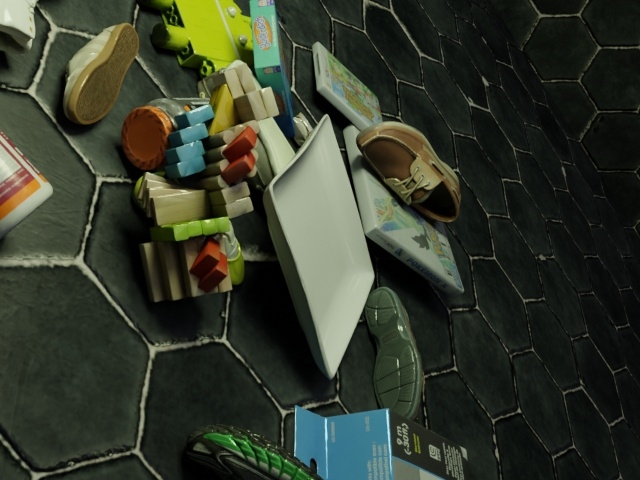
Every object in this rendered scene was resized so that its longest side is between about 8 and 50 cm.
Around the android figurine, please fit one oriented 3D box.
[{"bbox_3d":[-0.207,-0.391,1.474,0.273,0.056,0.248,-3,68,-53],"label":"android figurine"}]

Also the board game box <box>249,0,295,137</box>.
[{"bbox_3d":[-0.087,-0.312,1.480,0.210,0.047,0.160,79,5,-61],"label":"board game box"}]

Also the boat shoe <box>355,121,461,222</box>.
[{"bbox_3d":[0.199,-0.137,1.679,0.324,0.123,0.116,28,37,-40],"label":"boat shoe"}]

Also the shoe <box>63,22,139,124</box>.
[{"bbox_3d":[-0.334,-0.245,1.194,0.219,0.058,0.076,-74,158,-43],"label":"shoe"}]

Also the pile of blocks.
[{"bbox_3d":[-0.154,-0.086,1.111,0.149,0.113,0.361,17,79,-33],"label":"pile of blocks"}]

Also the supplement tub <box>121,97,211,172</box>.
[{"bbox_3d":[-0.206,-0.161,1.240,0.190,0.117,0.117,-18,81,-57],"label":"supplement tub"}]

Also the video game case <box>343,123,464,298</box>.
[{"bbox_3d":[0.176,-0.066,1.727,0.300,0.036,0.328,34,32,-35],"label":"video game case"}]

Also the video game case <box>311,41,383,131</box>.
[{"bbox_3d":[0.065,-0.326,1.796,0.212,0.023,0.193,38,29,-31],"label":"video game case"}]

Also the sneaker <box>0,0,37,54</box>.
[{"bbox_3d":[-0.421,-0.336,1.111,0.292,0.108,0.169,-25,103,-64],"label":"sneaker"}]

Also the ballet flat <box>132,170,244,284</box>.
[{"bbox_3d":[-0.178,-0.019,1.206,0.231,0.077,0.077,45,35,-25],"label":"ballet flat"}]

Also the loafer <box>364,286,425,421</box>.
[{"bbox_3d":[0.149,0.212,1.476,0.084,0.096,0.267,33,39,-45],"label":"loafer"}]

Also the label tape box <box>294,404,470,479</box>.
[{"bbox_3d":[0.109,0.403,1.258,0.334,0.106,0.240,34,41,-37],"label":"label tape box"}]

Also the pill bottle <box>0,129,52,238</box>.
[{"bbox_3d":[-0.417,-0.100,0.895,0.221,0.121,0.121,51,34,-15],"label":"pill bottle"}]

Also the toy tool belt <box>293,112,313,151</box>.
[{"bbox_3d":[-0.028,-0.210,1.586,0.083,0.052,0.051,57,41,-8],"label":"toy tool belt"}]

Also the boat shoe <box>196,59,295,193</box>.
[{"bbox_3d":[-0.110,-0.154,1.388,0.304,0.091,0.109,64,21,-15],"label":"boat shoe"}]

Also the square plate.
[{"bbox_3d":[0.000,0.000,1.370,0.347,0.049,0.343,-61,137,-59],"label":"square plate"}]

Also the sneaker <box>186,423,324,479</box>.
[{"bbox_3d":[-0.043,0.367,1.050,0.343,0.134,0.146,41,77,-4],"label":"sneaker"}]
